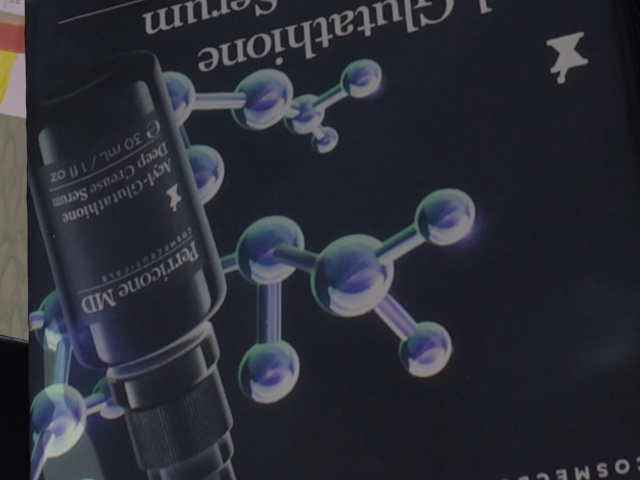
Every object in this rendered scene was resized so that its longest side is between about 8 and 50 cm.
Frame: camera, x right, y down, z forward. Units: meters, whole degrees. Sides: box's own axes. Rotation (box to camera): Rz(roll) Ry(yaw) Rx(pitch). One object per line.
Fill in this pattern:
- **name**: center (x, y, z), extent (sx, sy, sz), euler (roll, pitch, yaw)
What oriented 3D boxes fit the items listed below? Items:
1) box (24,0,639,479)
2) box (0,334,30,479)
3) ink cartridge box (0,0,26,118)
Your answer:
- **box**: center (0.033, 0.012, 0.852), extent (0.293, 0.212, 0.396), euler (-13, 65, 17)
- **box**: center (-0.237, 0.293, 1.251), extent (0.312, 0.179, 0.343), euler (-49, 35, 48)
- **ink cartridge box**: center (-0.245, -0.212, 1.362), extent (0.279, 0.384, 0.160), euler (49, 123, 55)
